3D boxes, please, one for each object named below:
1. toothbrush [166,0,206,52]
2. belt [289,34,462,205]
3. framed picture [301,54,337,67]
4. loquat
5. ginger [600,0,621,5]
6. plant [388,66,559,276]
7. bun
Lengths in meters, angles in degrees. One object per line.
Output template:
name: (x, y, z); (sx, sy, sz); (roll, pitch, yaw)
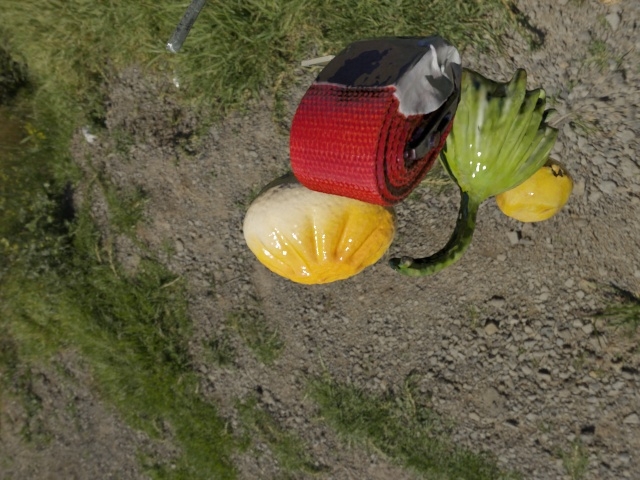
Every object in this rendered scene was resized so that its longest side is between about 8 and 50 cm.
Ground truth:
toothbrush: (-0.177, -0.442, 0.681); (0.031, 0.030, 0.297); (31, 88, -8)
belt: (0.071, -0.125, 0.420); (0.124, 0.200, 0.128); (18, 148, 33)
framed picture: (0.135, -0.573, 1.330); (0.247, 0.335, 0.022); (-141, 50, -61)
loquat: (0.596, -0.145, 1.149); (0.187, 0.176, 0.234); (31, 162, 12)
ginger: (0.891, -0.806, 1.100); (0.245, 0.155, 0.303); (17, 134, 22)
plant: (0.208, -0.086, 0.616); (0.180, 0.251, 0.333); (22, 85, 59)
bun: (0.000, 0.000, 0.776); (0.299, 0.299, 0.164); (-23, 58, 34)
